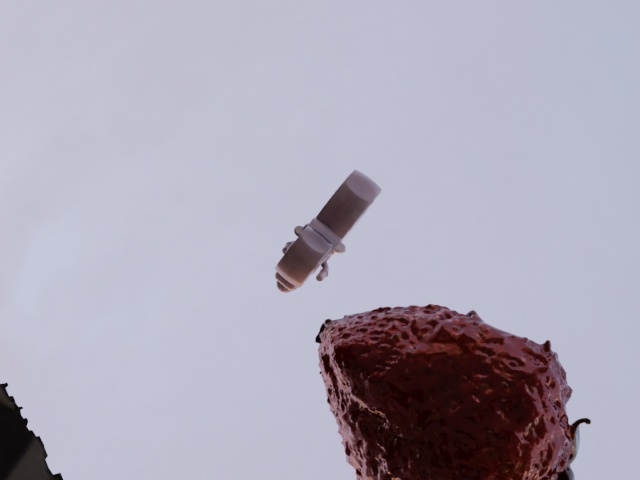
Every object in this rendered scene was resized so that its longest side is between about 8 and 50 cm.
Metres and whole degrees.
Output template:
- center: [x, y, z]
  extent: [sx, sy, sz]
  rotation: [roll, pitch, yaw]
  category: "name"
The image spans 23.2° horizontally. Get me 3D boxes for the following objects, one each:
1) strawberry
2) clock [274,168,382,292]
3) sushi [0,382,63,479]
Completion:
- center: [0.071, 0.104, 0.940]
  extent: [0.187, 0.082, 0.146]
  rotation: [35, -82, 13]
  category: "strawberry"
- center: [0.000, 0.000, 1.170]
  extent: [0.041, 0.129, 0.087]
  rotation: [38, -52, 2]
  category: "clock"
- center: [-0.177, 0.216, 0.513]
  extent: [0.292, 0.059, 0.294]
  rotation: [-30, -114, -14]
  category: "sushi"
